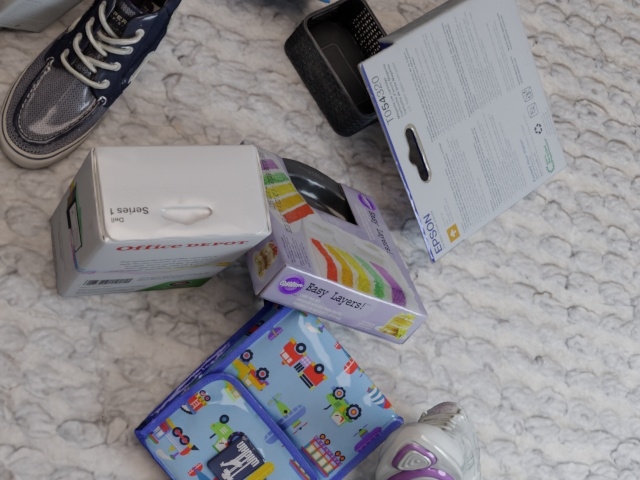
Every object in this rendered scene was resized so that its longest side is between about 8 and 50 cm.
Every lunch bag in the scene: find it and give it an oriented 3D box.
[{"bbox_3d":[-0.080,0.247,1.355,0.293,0.138,0.221,-42,98,-12],"label":"lunch bag"}]

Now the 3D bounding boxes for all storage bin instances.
[{"bbox_3d":[0.045,-0.264,1.575,0.122,0.084,0.180,-31,87,-28],"label":"storage bin"}]

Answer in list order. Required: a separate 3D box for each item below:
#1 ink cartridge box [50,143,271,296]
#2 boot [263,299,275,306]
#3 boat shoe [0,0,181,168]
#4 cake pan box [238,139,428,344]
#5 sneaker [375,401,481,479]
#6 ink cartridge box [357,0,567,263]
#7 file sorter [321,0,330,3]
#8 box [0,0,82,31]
[{"bbox_3d":[-0.206,-0.020,1.280,0.201,0.278,0.117,-3,76,-25],"label":"ink cartridge box"},{"bbox_3d":[-0.019,0.064,1.477,0.114,0.037,0.106,23,69,-21],"label":"boot"},{"bbox_3d":[-0.300,-0.253,1.377,0.127,0.158,0.341,35,63,-10],"label":"boat shoe"},{"bbox_3d":[0.000,0.000,1.386,0.245,0.070,0.267,24,29,-34],"label":"cake pan box"},{"bbox_3d":[0.144,0.274,1.376,0.114,0.305,0.152,-5,64,16],"label":"sneaker"},{"bbox_3d":[0.209,-0.185,1.571,0.330,0.071,0.324,-33,112,-28],"label":"ink cartridge box"},{"bbox_3d":[-0.058,-0.440,1.544,0.170,0.118,0.104,15,111,-19],"label":"file sorter"},{"bbox_3d":[-0.370,-0.372,1.366,0.091,0.170,0.130,-3,75,-53],"label":"box"}]
